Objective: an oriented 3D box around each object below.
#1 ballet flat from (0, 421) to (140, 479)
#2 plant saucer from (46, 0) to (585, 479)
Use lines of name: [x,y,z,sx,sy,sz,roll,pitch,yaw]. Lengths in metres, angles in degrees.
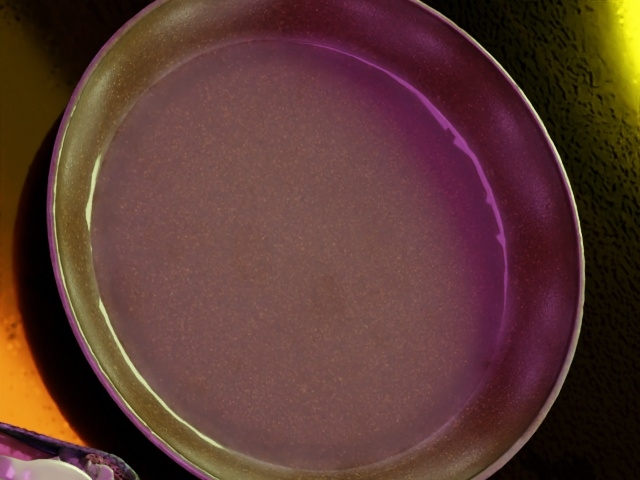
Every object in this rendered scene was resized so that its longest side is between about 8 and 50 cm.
ballet flat: [-0.167,0.104,0.677,0.188,0.070,0.070,17,67,-18]
plant saucer: [0.000,0.000,0.792,0.310,0.050,0.311,8,70,-21]
